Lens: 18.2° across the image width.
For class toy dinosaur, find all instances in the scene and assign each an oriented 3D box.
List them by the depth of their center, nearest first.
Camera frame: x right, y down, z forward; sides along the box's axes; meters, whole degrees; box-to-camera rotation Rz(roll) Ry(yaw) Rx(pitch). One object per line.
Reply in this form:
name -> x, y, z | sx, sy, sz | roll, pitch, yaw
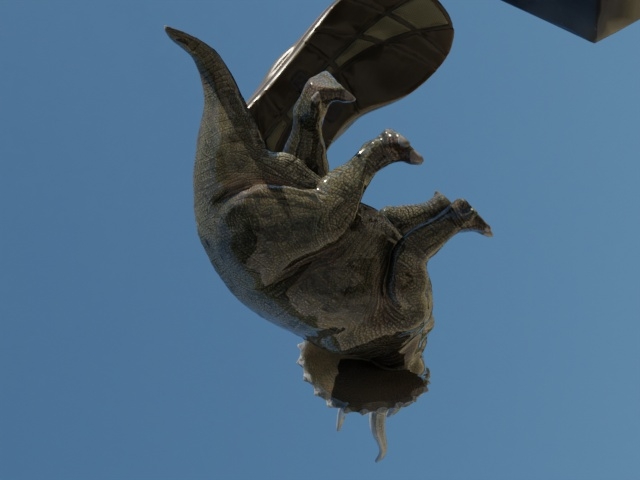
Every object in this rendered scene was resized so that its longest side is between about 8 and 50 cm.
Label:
toy dinosaur -> 0.000, 0.000, 1.251 | 0.160, 0.121, 0.313 | -46, -67, -2

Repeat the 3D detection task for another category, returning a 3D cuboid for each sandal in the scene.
sandal -> 0.004, -0.108, 1.450 | 0.090, 0.060, 0.219 | 46, -106, -13

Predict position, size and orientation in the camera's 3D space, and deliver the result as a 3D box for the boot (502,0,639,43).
boot -> 0.158, -0.430, 1.642 | 0.146, 0.367, 0.445 | -22, -45, -21
